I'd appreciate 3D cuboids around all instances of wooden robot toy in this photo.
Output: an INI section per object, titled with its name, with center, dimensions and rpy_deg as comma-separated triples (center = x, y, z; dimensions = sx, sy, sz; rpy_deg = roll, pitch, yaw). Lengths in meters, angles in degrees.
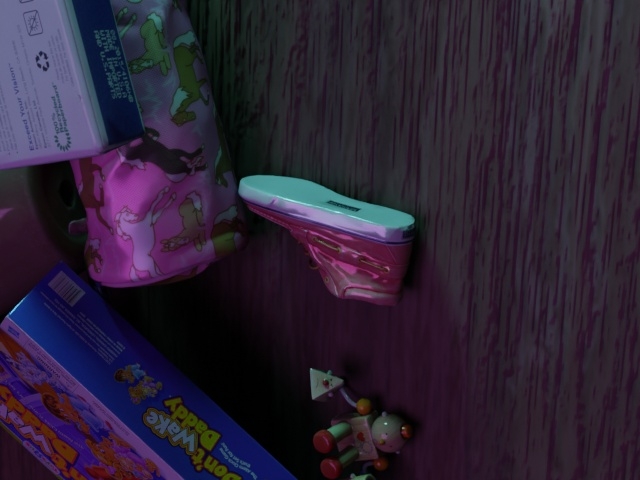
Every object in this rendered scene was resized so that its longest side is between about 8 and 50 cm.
[wooden robot toy]
center = 0.047, 0.190, 1.658
dimensions = 0.079, 0.076, 0.173
rpy_deg = -12, 101, 29

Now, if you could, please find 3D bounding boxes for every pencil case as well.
[pencil case]
center = -0.185, -0.149, 1.640
dimensions = 0.167, 0.160, 0.386
rpy_deg = -13, 102, 4

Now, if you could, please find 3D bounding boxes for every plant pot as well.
[plant pot]
center = -0.342, -0.021, 1.771
dimensions = 0.229, 0.263, 0.263
rpy_deg = -14, 100, 23

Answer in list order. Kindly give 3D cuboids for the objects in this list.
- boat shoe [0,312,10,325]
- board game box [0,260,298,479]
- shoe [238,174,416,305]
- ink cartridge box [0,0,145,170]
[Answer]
[boat shoe]
center = -0.333, 0.139, 1.927
dimensions = 0.183, 0.066, 0.066
rpy_deg = 49, 131, 11
[board game box]
center = -0.170, 0.198, 1.717
dimensions = 0.347, 0.078, 0.233
rpy_deg = 43, 151, -2
[shoe]
center = 0.000, 0.000, 1.616
dimensions = 0.178, 0.063, 0.081
rpy_deg = 18, 113, 26
[ink cartridge box]
center = -0.320, -0.219, 1.570
dimensions = 0.330, 0.071, 0.324
rpy_deg = -5, 104, 41
